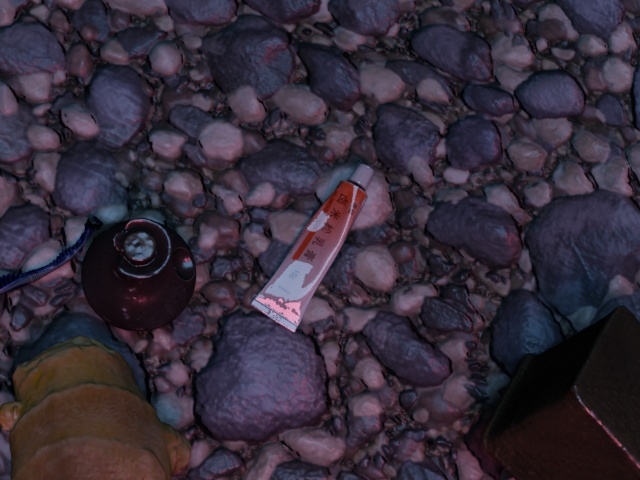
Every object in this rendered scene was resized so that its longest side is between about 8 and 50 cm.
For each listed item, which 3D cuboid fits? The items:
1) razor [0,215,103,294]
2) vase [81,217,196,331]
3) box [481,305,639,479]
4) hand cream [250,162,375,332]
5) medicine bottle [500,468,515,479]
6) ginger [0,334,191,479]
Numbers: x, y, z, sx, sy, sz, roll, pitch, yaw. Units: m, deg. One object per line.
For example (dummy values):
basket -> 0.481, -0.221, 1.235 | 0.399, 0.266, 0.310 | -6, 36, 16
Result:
razor -> -0.300, 0.025, 0.918 | 0.154, 0.044, 0.028 | -34, 112, -16
vase -> -0.183, 0.027, 0.863 | 0.120, 0.183, 0.120 | 3, 76, -11
box -> 0.337, 0.232, 0.918 | 0.273, 0.143, 0.184 | 47, 42, 2
hand cream -> -0.001, 0.000, 0.993 | 0.052, 0.038, 0.216 | 25, 74, 23
medicine bottle -> 0.255, 0.282, 0.964 | 0.091, 0.058, 0.058 | 44, 71, 1
ginger -> -0.220, 0.244, 0.787 | 0.190, 0.126, 0.354 | 18, 44, -18
